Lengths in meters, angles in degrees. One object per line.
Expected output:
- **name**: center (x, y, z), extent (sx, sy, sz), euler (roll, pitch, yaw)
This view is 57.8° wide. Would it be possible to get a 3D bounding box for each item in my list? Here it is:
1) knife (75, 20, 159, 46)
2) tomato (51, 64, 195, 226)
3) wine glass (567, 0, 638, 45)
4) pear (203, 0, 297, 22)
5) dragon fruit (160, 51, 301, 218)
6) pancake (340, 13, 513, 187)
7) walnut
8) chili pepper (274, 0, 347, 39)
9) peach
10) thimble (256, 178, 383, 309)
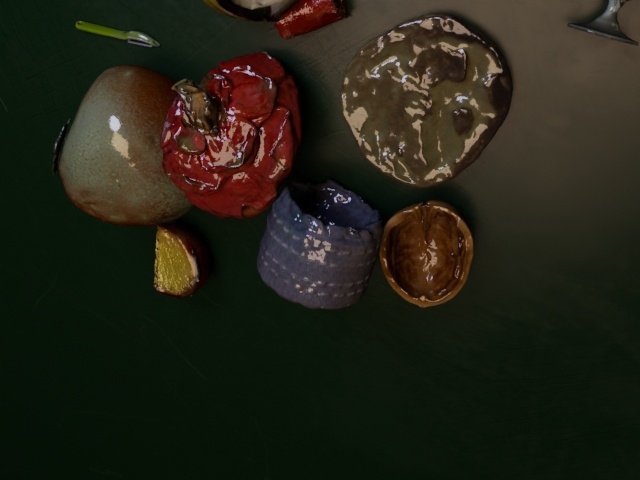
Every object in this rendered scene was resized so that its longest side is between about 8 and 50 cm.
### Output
- **knife**: center (-0.397, -0.403, 1.126), extent (0.184, 0.022, 0.026), euler (16, 144, 12)
- **tomato**: center (-0.355, -0.165, 1.096), extent (0.303, 0.239, 0.304), euler (7, 117, 13)
- **wine glass**: center (0.430, -0.393, 0.780), extent (0.103, 0.103, 0.231), euler (21, 115, 10)
- **pear**: center (-0.143, -0.458, 0.928), extent (0.178, 0.267, 0.267), euler (-6, 116, 58)
- **dragon fruit**: center (-0.148, -0.166, 0.978), extent (0.152, 0.205, 0.317), euler (29, 110, 44)
- **pancake**: center (0.173, -0.237, 0.979), extent (0.294, 0.049, 0.294), euler (10, 120, 17)
- **walnut**: center (0.194, 0.013, 1.066), extent (0.167, 0.087, 0.211), euler (6, 118, 10)
- **chili pepper**: center (-0.025, -0.383, 0.967), extent (0.123, 0.073, 0.070), euler (-14, 115, 20)
- **peach**: center (-0.306, 0.039, 1.263), extent (0.127, 0.092, 0.172), euler (-14, 97, 20)
- **thimble**: center (0.000, 0.000, 1.048), extent (0.205, 0.236, 0.172), euler (10, 115, -16)
